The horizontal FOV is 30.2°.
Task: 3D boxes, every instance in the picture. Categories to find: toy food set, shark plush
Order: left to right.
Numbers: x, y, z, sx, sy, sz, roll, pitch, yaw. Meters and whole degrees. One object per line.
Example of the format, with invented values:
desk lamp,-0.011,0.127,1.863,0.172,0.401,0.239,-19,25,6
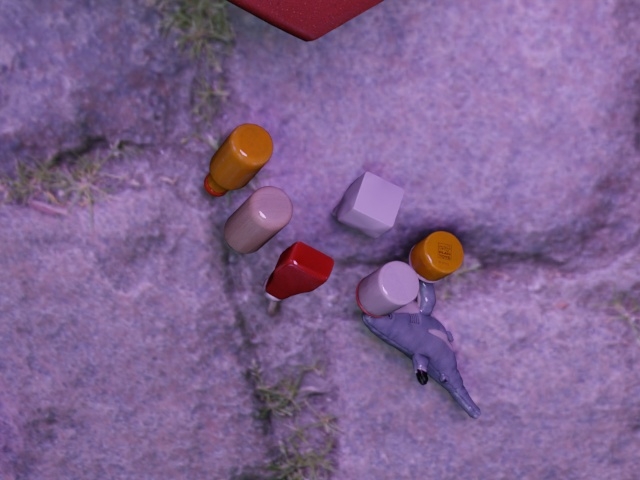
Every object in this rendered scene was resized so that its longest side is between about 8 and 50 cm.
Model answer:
toy food set,0.000,0.000,1.052,0.232,0.111,0.104,25,155,-14
shark plush,0.091,0.110,1.114,0.073,0.067,0.161,-18,116,24

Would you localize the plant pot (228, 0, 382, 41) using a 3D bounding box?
plant pot,-0.001,-0.297,0.780,0.267,0.267,0.236,-26,125,27
